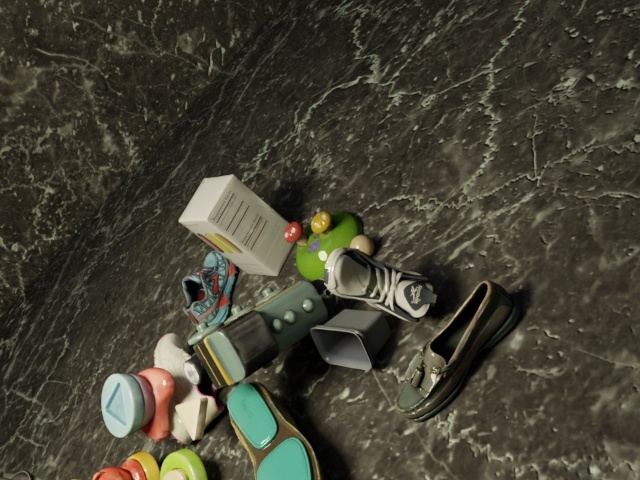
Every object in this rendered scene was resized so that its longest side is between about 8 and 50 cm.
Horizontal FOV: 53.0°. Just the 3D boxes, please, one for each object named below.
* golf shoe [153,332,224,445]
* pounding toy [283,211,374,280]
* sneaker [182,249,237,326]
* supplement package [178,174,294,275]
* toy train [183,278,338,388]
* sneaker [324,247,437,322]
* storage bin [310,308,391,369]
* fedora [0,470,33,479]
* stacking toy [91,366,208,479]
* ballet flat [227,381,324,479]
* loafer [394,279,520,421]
[{"bbox_3d":[-0.299,0.319,1.483,0.140,0.115,0.306,-34,43,7],"label":"golf shoe"},{"bbox_3d":[0.000,0.000,1.438,0.183,0.110,0.237,-46,33,5],"label":"pounding toy"},{"bbox_3d":[-0.291,0.108,1.652,0.104,0.125,0.262,-32,37,23],"label":"sneaker"},{"bbox_3d":[-0.197,-0.034,1.576,0.139,0.244,0.134,0,56,49],"label":"supplement package"},{"bbox_3d":[-0.107,0.175,1.252,0.333,0.142,0.190,-27,-1,-41],"label":"toy train"},{"bbox_3d":[0.121,0.080,1.126,0.153,0.235,0.094,7,70,38],"label":"sneaker"},{"bbox_3d":[0.066,0.183,1.209,0.135,0.098,0.091,-2,28,49],"label":"storage bin"},{"bbox_3d":[-0.906,0.733,1.740,0.275,0.124,0.244,-26,39,30],"label":"fedora"},{"bbox_3d":[-0.361,0.425,1.302,0.279,0.130,0.309,0,88,43],"label":"stacking toy"},{"bbox_3d":[-0.063,0.382,1.129,0.123,0.123,0.348,-47,37,2],"label":"ballet flat"},{"bbox_3d":[0.207,0.174,1.048,0.267,0.084,0.096,-48,33,1],"label":"loafer"}]
